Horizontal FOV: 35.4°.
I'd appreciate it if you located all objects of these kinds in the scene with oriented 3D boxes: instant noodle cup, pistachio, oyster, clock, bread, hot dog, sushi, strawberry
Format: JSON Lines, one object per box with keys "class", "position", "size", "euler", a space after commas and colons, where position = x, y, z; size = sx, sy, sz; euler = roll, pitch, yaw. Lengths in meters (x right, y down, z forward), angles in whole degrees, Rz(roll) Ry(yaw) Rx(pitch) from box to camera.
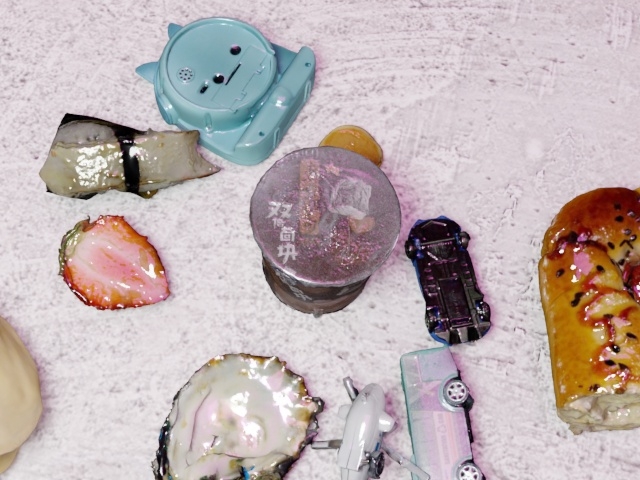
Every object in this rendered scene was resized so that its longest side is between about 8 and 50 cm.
{"class": "instant noodle cup", "position": [0.000, 0.000, 1.482], "size": [0.217, 0.207, 0.218], "euler": [1, 69, -4]}
{"class": "pistachio", "position": [-0.529, 0.181, 1.374], "size": [0.321, 0.229, 0.238], "euler": [43, 45, 2]}
{"class": "oyster", "position": [-0.126, 0.278, 1.429], "size": [0.198, 0.092, 0.260], "euler": [37, 61, 11]}
{"class": "clock", "position": [-0.162, -0.264, 1.640], "size": [0.274, 0.094, 0.224], "euler": [27, 68, 6]}
{"class": "bread", "position": [0.049, -0.141, 1.640], "size": [0.110, 0.024, 0.110], "euler": [2, 68, -4]}
{"class": "hot dog", "position": [0.507, 0.083, 1.495], "size": [0.367, 0.196, 0.366], "euler": [-2, 64, -7]}
{"class": "sushi", "position": [-0.294, -0.119, 1.542], "size": [0.272, 0.109, 0.134], "euler": [7, 93, 1]}
{"class": "strawberry", "position": [-0.309, 0.041, 1.515], "size": [0.187, 0.082, 0.147], "euler": [29, 74, 1]}

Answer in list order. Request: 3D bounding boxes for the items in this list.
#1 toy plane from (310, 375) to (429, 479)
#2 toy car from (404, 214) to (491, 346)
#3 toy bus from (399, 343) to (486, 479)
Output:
{"class": "toy plane", "position": [0.037, 0.334, 1.390], "size": [0.182, 0.107, 0.273], "euler": [29, 84, 27]}
{"class": "toy car", "position": [0.193, 0.063, 1.546], "size": [0.103, 0.063, 0.216], "euler": [-9, 63, -8]}
{"class": "toy bus", "position": [0.178, 0.285, 1.445], "size": [0.109, 0.091, 0.262], "euler": [-8, 67, 4]}
